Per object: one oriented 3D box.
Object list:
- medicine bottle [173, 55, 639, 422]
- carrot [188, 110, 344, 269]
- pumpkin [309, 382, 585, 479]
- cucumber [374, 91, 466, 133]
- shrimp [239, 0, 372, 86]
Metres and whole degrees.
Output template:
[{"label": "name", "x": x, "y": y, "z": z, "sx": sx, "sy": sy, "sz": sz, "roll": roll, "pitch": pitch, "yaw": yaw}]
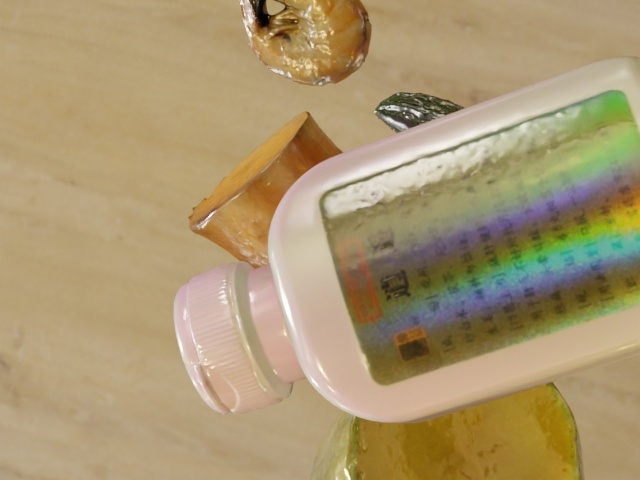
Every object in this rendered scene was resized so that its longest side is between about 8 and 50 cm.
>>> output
[{"label": "medicine bottle", "x": 0.049, "y": 0.012, "z": 0.561, "sx": 0.219, "sy": 0.078, "sz": 0.115, "roll": -19, "pitch": 79, "yaw": 12}, {"label": "carrot", "x": 0.000, "y": 0.000, "z": 1.561, "sx": 0.254, "sy": 0.196, "sz": 0.196, "roll": 43, "pitch": 113, "yaw": -13}, {"label": "pumpkin", "x": 0.148, "y": 0.276, "z": 1.587, "sx": 0.332, "sy": 0.332, "sz": 0.199, "roll": 8, "pitch": 152, "yaw": 6}, {"label": "cucumber", "x": 0.180, "y": -0.133, "z": 1.692, "sx": 0.265, "sy": 0.077, "sz": 0.077, "roll": 31, "pitch": 121, "yaw": 37}, {"label": "shrimp", "x": -0.059, "y": -0.319, "z": 1.770, "sx": 0.287, "sy": 0.063, "sz": 0.152, "roll": 43, "pitch": 105, "yaw": 0}]
